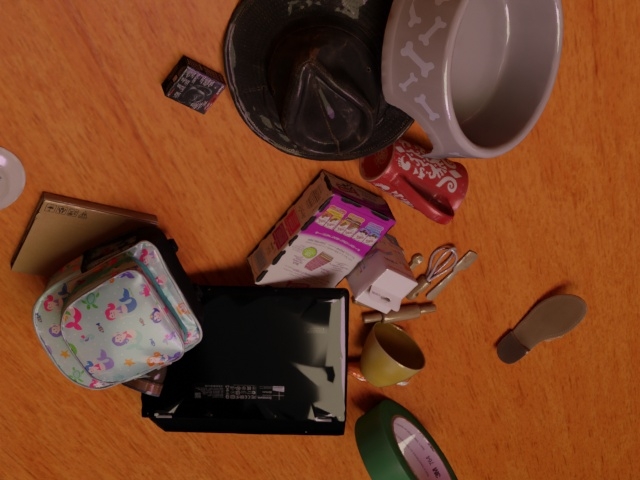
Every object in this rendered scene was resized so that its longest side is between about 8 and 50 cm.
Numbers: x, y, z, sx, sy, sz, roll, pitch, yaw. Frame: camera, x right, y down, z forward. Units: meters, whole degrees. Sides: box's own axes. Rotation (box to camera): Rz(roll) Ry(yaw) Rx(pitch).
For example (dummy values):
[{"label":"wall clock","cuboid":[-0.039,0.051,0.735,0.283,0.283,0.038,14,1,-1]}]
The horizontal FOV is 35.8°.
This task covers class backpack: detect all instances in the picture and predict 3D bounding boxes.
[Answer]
[{"label":"backpack","cuboid":[-0.340,0.125,1.637,0.253,0.191,0.225,-23,110,9]}]

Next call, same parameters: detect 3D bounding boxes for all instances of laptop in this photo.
[{"label":"laptop","cuboid":[-0.139,0.246,1.925,0.382,0.236,0.408,1,106,0]}]

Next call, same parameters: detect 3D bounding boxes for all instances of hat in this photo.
[{"label":"hat","cuboid":[0.001,-0.221,1.447,0.331,0.134,0.331,3,129,4]}]

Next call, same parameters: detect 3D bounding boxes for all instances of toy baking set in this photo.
[{"label":"toy baking set","cuboid":[0.191,0.090,1.991,0.256,0.030,0.197,-4,134,-20]}]

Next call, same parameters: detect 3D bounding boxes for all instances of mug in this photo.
[{"label":"mug","cuboid":[0.167,-0.110,1.705,0.169,0.150,0.113,24,95,-34]}]

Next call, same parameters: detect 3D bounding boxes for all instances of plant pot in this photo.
[{"label":"plant pot","cuboid":[0.135,0.247,2.043,0.134,0.134,0.095,18,122,-36]}]

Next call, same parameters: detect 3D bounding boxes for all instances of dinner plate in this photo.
[{"label":"dinner plate","cuboid":[-0.522,-0.089,1.511,0.141,0.017,0.141,-14,137,-13]}]

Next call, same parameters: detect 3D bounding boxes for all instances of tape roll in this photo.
[{"label":"tape roll","cuboid":[0.203,0.508,2.197,0.077,0.321,0.321,-38,136,14]}]

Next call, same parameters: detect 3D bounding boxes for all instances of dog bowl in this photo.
[{"label":"dog bowl","cuboid":[0.240,-0.281,1.476,0.349,0.102,0.349,-22,121,-41]}]

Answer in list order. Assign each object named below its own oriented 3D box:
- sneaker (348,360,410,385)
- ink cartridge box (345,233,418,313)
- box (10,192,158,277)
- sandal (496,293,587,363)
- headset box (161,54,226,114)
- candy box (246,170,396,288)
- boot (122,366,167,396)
[{"label":"sneaker","cuboid":[0.124,0.270,2.131,0.175,0.064,0.067,6,108,-33]},{"label":"ink cartridge box","cuboid":[0.107,0.059,1.839,0.092,0.143,0.090,24,119,-39]},{"label":"box","cuboid":[-0.394,0.005,1.656,0.201,0.021,0.164,12,127,-33]},{"label":"sandal","cuboid":[0.498,0.189,2.211,0.240,0.088,0.079,-42,166,28]},{"label":"headset box","cuboid":[-0.188,-0.233,1.501,0.083,0.032,0.062,21,122,-39]},{"label":"candy box","cuboid":[0.000,0.000,1.787,0.159,0.071,0.233,23,120,-37]},{"label":"boot","cuboid":[-0.359,0.195,1.783,0.082,0.219,0.106,29,80,-65]}]
